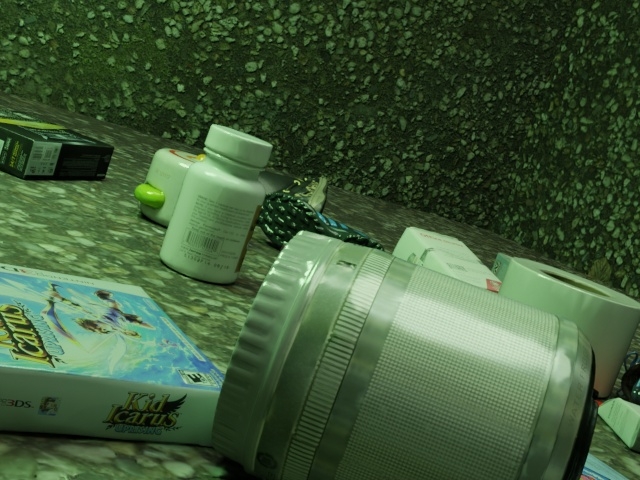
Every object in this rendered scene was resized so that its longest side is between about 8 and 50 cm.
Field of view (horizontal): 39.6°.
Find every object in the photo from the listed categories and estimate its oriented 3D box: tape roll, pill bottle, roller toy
[{"bbox_3d":[0.424,0.150,1.573,0.246,0.169,0.246,19,8,-3],"label":"tape roll"},{"bbox_3d":[-0.159,-0.058,1.402,0.131,0.229,0.131,19,9,-3],"label":"pill bottle"},{"bbox_3d":[-0.247,-0.098,1.742,0.191,0.146,0.209,20,8,1],"label":"roller toy"}]

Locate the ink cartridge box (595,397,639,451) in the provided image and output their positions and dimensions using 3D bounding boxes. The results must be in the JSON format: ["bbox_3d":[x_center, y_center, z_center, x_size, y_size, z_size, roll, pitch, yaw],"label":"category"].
[{"bbox_3d":[0.525,0.281,1.364,0.189,0.066,0.232,19,12,-5],"label":"ink cartridge box"}]

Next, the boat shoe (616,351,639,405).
[{"bbox_3d":[0.558,0.236,1.521,0.089,0.109,0.258,4,-5,14],"label":"boat shoe"}]

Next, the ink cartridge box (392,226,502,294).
[{"bbox_3d":[0.266,0.074,1.825,0.158,0.092,0.218,14,25,-32],"label":"ink cartridge box"}]

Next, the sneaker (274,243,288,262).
[{"bbox_3d":[-0.011,0.073,1.395,0.104,0.095,0.236,25,6,-15],"label":"sneaker"}]

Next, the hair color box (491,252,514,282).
[{"bbox_3d":[0.519,0.140,2.040,0.185,0.114,0.374,19,9,-6],"label":"hair color box"}]

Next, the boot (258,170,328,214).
[{"bbox_3d":[-0.133,-0.118,2.192,0.284,0.138,0.377,18,14,-5],"label":"boot"}]

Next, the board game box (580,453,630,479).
[{"bbox_3d":[0.323,0.290,0.952,0.145,0.027,0.281,15,9,-35],"label":"board game box"}]

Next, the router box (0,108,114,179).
[{"bbox_3d":[-0.607,-0.201,1.818,0.242,0.081,0.309,22,9,14],"label":"router box"}]

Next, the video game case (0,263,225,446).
[{"bbox_3d":[-0.241,0.096,0.829,0.244,0.061,0.269,12,11,-35],"label":"video game case"}]

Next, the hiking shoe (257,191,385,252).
[{"bbox_3d":[0.000,0.000,1.873,0.304,0.113,0.132,30,0,12],"label":"hiking shoe"}]

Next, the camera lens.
[{"bbox_3d":[0.074,0.134,0.743,0.274,0.220,0.219,20,9,8],"label":"camera lens"}]
